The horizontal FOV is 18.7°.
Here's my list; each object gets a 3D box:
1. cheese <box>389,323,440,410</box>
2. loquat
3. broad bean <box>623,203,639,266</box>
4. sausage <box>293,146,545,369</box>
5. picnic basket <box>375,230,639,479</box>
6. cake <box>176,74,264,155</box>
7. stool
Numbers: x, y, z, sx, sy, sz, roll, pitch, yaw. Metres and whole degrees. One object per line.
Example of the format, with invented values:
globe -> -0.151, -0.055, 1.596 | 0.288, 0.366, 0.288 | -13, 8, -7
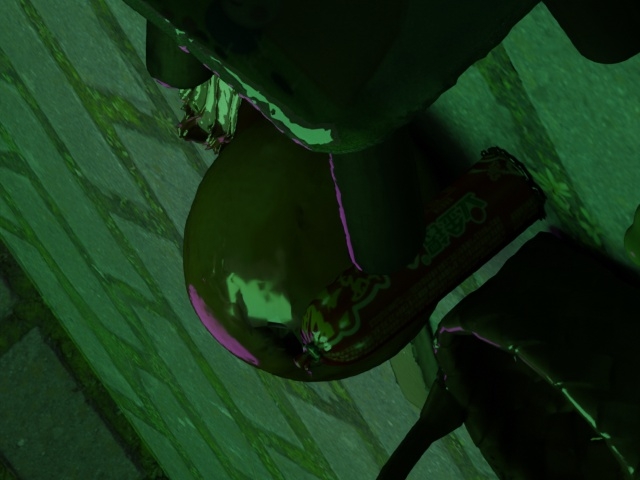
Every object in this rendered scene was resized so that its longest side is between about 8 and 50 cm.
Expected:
cheese -> 0.085, 0.078, 2.141 | 0.085, 0.034, 0.400 | 43, 162, 37
loquat -> 0.000, 0.000, 1.802 | 0.263, 0.263, 0.263 | 44, 162, 18
broad bean -> 0.264, -0.005, 1.486 | 0.063, 0.045, 0.083 | 58, 158, 14
sausage -> 0.077, 0.027, 1.651 | 0.083, 0.264, 0.083 | 42, 157, 22
picnic basket -> 0.184, 0.209, 1.675 | 0.293, 0.337, 0.337 | 33, 156, 44
cake -> -0.064, -0.198, 1.856 | 0.098, 0.135, 0.287 | 44, 143, 35
stool -> 0.035, -0.190, 1.256 | 0.310, 0.310, 0.226 | 43, 171, 25
